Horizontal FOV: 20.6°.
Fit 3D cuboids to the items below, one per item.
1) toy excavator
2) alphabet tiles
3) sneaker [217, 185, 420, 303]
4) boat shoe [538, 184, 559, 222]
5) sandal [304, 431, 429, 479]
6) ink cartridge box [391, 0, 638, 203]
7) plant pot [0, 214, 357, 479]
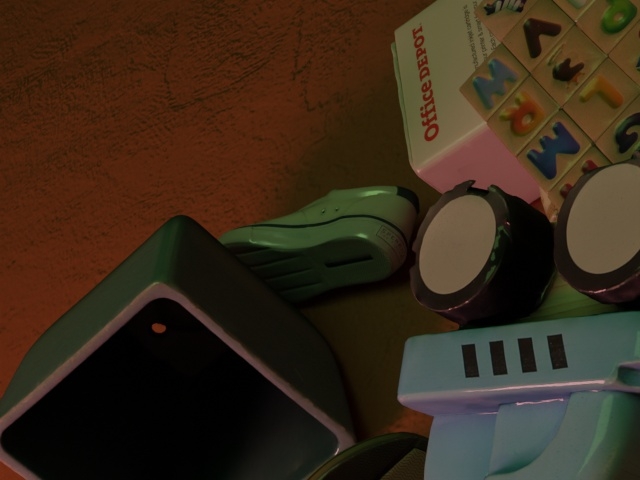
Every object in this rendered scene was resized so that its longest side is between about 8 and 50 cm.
[{"bbox_3d":[0.148,0.197,1.306,0.433,0.222,0.445,-12,61,47],"label":"toy excavator"},{"bbox_3d":[0.257,-0.171,1.439,0.285,0.011,0.342,-47,41,13],"label":"alphabet tiles"},{"bbox_3d":[0.000,0.000,1.756,0.258,0.094,0.091,-5,39,44],"label":"sneaker"},{"bbox_3d":[0.296,-0.096,1.459,0.285,0.104,0.089,-40,40,39],"label":"boat shoe"},{"bbox_3d":[-0.013,0.264,1.511,0.303,0.120,0.086,-44,21,17],"label":"sandal"},{"bbox_3d":[0.212,-0.172,1.599,0.278,0.117,0.201,-34,39,27],"label":"ink cartridge box"},{"bbox_3d":[-0.136,0.120,1.677,0.248,0.247,0.252,-41,22,20],"label":"plant pot"}]
